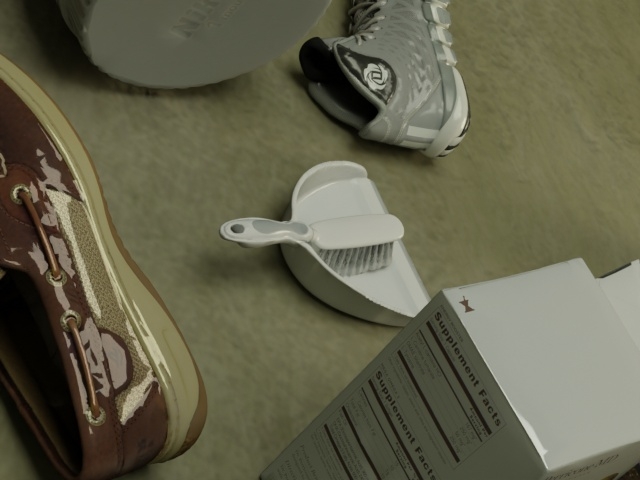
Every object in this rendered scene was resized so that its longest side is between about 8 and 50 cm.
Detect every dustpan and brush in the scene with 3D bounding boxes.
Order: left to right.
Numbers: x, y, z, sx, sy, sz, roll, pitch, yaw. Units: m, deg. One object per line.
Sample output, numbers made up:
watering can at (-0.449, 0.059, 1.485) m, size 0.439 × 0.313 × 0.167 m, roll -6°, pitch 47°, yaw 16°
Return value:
dustpan and brush at (0.000, 0.000, 1.493) m, size 0.211 × 0.060 × 0.147 m, roll -6°, pitch 60°, yaw -38°

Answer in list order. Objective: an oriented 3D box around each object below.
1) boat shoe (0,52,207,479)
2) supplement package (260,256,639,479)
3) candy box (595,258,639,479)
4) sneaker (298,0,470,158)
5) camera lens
boat shoe at (-0.210, 0.009, 1.300) m, size 0.123 × 0.123 × 0.342 m, roll -22°, pitch 77°, yaw -45°
supplement package at (0.094, 0.139, 1.315) m, size 0.139 × 0.244 × 0.134 m, roll -12°, pitch 64°, yaw -40°
candy box at (0.200, 0.139, 1.425) m, size 0.070 × 0.196 × 0.165 m, roll -20°, pitch 69°, yaw -43°
sneaker at (0.038, -0.176, 1.647) m, size 0.132 × 0.086 × 0.228 m, roll 4°, pitch 56°, yaw -30°
camera lens at (-0.120, -0.282, 1.520) m, size 0.219 × 0.219 × 0.274 m, roll 2°, pitch 56°, yaw -34°
